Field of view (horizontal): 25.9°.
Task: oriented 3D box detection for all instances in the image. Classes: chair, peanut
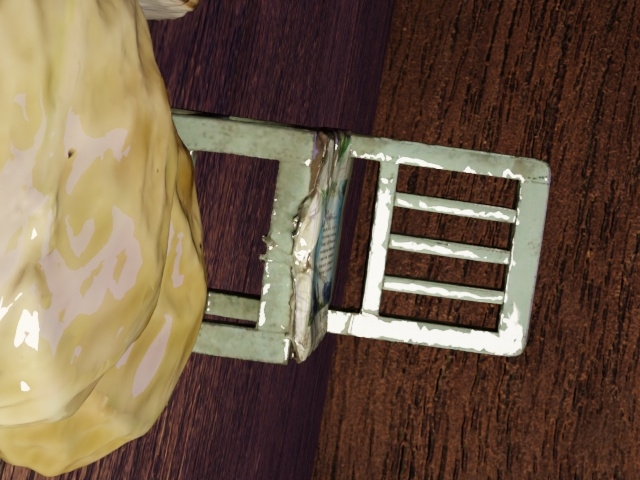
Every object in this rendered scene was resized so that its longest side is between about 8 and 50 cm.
[{"bbox_3d":[0.000,0.000,0.833,0.147,0.271,0.136,-48,147,-82],"label":"chair"},{"bbox_3d":[-0.105,-0.011,0.544,0.233,0.110,0.196,85,9,-69],"label":"peanut"}]

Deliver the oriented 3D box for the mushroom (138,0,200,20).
[{"bbox_3d":[-0.094,-0.152,0.663,0.210,0.072,0.094,-3,92,-84],"label":"mushroom"}]
